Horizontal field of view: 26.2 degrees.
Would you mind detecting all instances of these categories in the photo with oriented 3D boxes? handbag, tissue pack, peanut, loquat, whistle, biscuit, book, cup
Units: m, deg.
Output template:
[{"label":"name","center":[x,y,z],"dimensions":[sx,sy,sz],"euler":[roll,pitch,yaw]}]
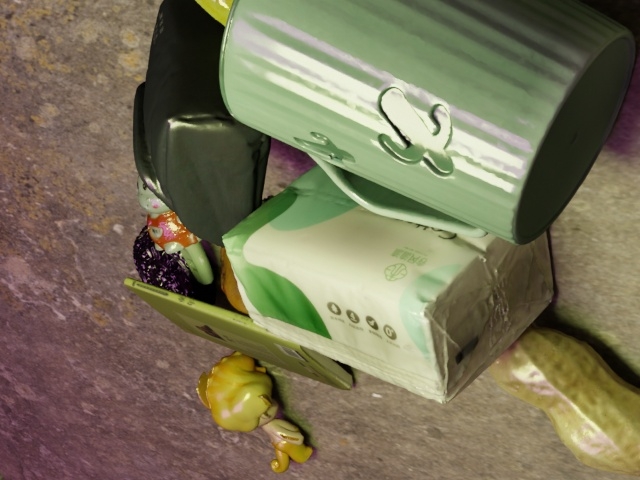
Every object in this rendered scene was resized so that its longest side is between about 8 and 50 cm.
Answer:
[{"label":"handbag","center":[-0.172,-0.159,1.913],"dimensions":[0.275,0.177,0.302],"euler":[101,166,-45]},{"label":"tissue pack","center":[0.088,0.033,1.812],"dimensions":[0.356,0.266,0.194],"euler":[18,135,39]},{"label":"peanut","center":[0.342,0.205,1.800],"dimensions":[0.290,0.130,0.130],"euler":[41,145,19]},{"label":"loquat","center":[-0.092,0.051,2.169],"dimensions":[0.141,0.141,0.141],"euler":[31,142,28]},{"label":"whistle","center":[-0.241,-0.038,2.296],"dimensions":[0.102,0.105,0.253],"euler":[-101,-11,-67]},{"label":"biscuit","center":[-0.260,0.056,2.446],"dimensions":[0.194,0.053,0.195],"euler":[30,141,28]},{"label":"book","center":[-0.131,0.151,2.260],"dimensions":[0.352,0.035,0.239],"euler":[18,166,28]},{"label":"cup","center":[0.127,-0.186,1.575],"dimensions":[0.392,0.310,0.401],"euler":[30,178,21]}]

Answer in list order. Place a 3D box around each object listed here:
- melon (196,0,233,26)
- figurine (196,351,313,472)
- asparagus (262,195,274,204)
[{"label":"melon","center":[-0.067,-0.299,1.816],"dimensions":[0.323,0.124,0.196],"euler":[52,154,-13]},{"label":"figurine","center":[-0.114,0.307,2.462],"dimensions":[0.246,0.131,0.156],"euler":[47,163,-13]},{"label":"asparagus","center":[0.000,0.000,2.107],"dimensions":[0.233,0.022,0.023],"euler":[38,180,19]}]
